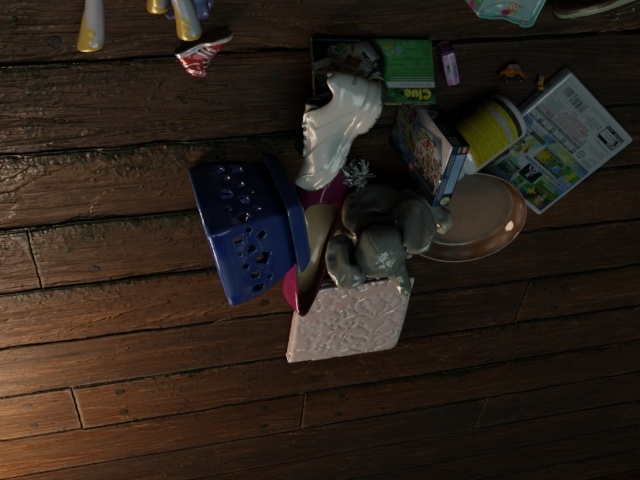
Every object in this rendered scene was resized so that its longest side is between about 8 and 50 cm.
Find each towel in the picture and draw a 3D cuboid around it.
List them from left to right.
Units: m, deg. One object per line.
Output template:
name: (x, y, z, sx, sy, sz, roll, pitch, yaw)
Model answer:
towel: (0.078, 0.214, 2.124, 0.331, 0.053, 0.317, -5, 133, -15)

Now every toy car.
toy car: (0.449, -0.368, 1.702, 0.122, 0.060, 0.041, 7, 88, -46)

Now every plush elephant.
plush elephant: (0.145, 0.003, 1.697, 0.271, 0.255, 0.330, -22, 137, 19)

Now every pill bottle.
pill bottle: (0.345, -0.222, 1.702, 0.208, 0.119, 0.119, -37, 136, -6)

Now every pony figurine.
pony figurine: (-0.295, -0.477, 1.187, 0.351, 0.303, 0.363, -4, 147, 5)

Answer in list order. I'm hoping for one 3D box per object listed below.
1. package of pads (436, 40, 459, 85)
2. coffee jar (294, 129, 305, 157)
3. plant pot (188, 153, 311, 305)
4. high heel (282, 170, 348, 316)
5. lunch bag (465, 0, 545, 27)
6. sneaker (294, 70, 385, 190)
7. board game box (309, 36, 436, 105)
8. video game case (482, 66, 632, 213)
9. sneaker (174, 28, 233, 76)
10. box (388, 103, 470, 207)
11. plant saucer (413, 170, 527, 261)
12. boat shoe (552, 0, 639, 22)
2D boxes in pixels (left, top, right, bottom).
package of pads: (0.271, -0.375, 1.610, 0.032, 0.050, 0.083, -18, 136, 7)
coffee jar: (0.028, -0.247, 1.621, 0.079, 0.096, 0.184, -21, 153, -55)
plant pot: (-0.149, -0.036, 1.681, 0.212, 0.236, 0.236, -18, 136, -9)
high heel: (0.000, 0.000, 1.793, 0.127, 0.181, 0.377, 2, 132, -19)
lunch bag: (0.338, -0.550, 1.339, 0.160, 0.223, 0.262, 2, 131, -28)
sneaker: (0.013, -0.220, 1.504, 0.129, 0.111, 0.297, 21, 130, -15)
board game box: (0.108, -0.342, 1.544, 0.259, 0.136, 0.030, -2, 176, -16)
video game case: (0.566, -0.231, 1.863, 0.300, 0.036, 0.329, -42, 132, 22)
sneaker: (-0.215, -0.360, 1.469, 0.118, 0.042, 0.067, -18, 133, 10)
box: (0.227, -0.207, 1.629, 0.044, 0.233, 0.159, -8, 136, -21)
plant saucer: (0.345, -0.065, 1.865, 0.310, 0.050, 0.311, 0, 136, 0)
boat shoe: (0.605, -0.493, 1.579, 0.257, 0.095, 0.095, -18, 142, -1)
